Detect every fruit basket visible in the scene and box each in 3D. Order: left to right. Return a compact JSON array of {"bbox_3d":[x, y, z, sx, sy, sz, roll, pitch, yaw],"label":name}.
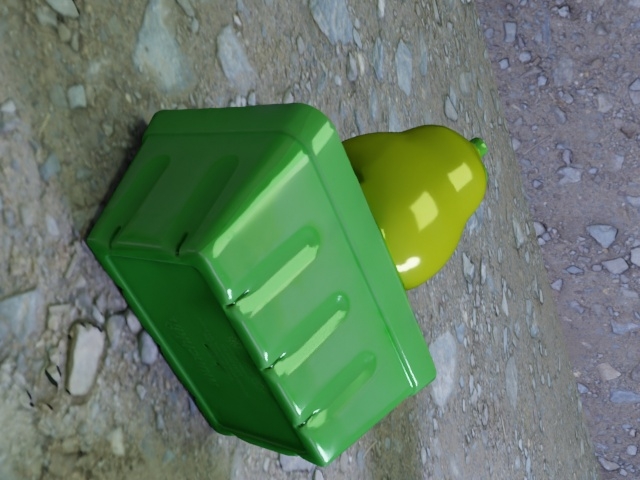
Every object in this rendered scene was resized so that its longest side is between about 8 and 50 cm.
[{"bbox_3d":[0.000,0.000,0.852,0.392,0.283,0.392,-7,100,-50],"label":"fruit basket"}]
